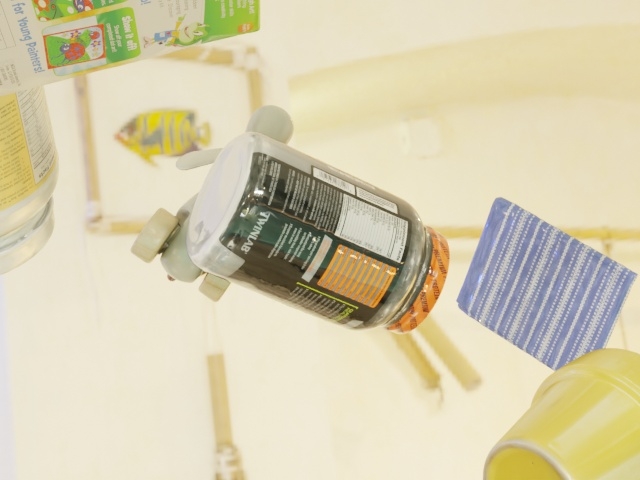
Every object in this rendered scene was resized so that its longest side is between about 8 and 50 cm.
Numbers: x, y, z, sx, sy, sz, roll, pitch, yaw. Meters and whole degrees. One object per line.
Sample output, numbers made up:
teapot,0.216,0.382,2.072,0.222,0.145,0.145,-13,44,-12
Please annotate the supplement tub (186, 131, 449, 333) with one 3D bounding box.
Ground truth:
supplement tub,0.000,0.000,1.651,0.338,0.207,0.207,24,-25,-22

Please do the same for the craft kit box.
craft kit box,-0.167,-0.215,0.874,0.246,0.061,0.250,-13,-22,-9

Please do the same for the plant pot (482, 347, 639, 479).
plant pot,0.353,0.301,1.577,0.239,0.254,0.254,-20,-2,-38

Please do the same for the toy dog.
toy dog,-0.152,-0.044,1.799,0.333,0.220,0.161,-36,-1,-27

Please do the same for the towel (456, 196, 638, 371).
towel,0.407,0.091,2.156,0.040,0.243,0.336,-2,28,-44

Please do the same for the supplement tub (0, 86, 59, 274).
supplement tub,-0.425,-0.140,1.305,0.241,0.241,0.331,-6,-53,-6
